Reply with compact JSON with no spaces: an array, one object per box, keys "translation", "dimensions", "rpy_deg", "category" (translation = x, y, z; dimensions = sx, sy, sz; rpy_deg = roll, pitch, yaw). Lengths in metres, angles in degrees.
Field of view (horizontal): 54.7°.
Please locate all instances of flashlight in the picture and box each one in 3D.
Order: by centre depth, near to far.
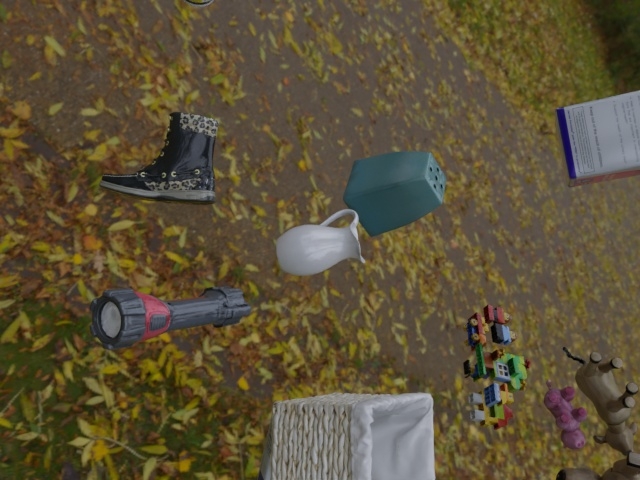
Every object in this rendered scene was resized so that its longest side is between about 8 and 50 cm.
[{"translation":[-0.271,0.130,1.145],"dimensions":[0.304,0.103,0.103],"rpy_deg":[-2,60,-57],"category":"flashlight"}]

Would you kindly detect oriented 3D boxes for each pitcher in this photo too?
[{"translation":[0.000,0.000,1.550],"dimensions":[0.178,0.207,0.126],"rpy_deg":[-90,165,-48],"category":"pitcher"}]

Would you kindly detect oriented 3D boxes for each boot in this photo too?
[{"translation":[-0.321,-0.169,1.258],"dimensions":[0.085,0.236,0.179],"rpy_deg":[48,49,-86],"category":"boot"}]

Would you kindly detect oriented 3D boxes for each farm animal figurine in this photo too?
[{"translation":[0.495,0.389,1.034],"dimensions":[0.330,0.326,0.172],"rpy_deg":[-53,158,-24],"category":"farm animal figurine"}]

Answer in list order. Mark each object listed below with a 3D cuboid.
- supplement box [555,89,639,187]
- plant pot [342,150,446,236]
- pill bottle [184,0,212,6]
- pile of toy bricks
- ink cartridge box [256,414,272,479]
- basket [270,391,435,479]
[{"translation":[0.472,-0.157,0.916],"dimensions":[0.111,0.220,0.114],"rpy_deg":[7,73,-69],"category":"supplement box"},{"translation":[0.216,-0.141,1.712],"dimensions":[0.166,0.234,0.166],"rpy_deg":[51,41,-34],"category":"plant pot"},{"translation":[-0.203,-0.453,1.031],"dimensions":[0.065,0.116,0.065],"rpy_deg":[6,66,-13],"category":"pill bottle"},{"translation":[0.332,0.225,1.118],"dimensions":[0.105,0.118,0.212],"rpy_deg":[15,52,-16],"category":"pile of toy bricks"},{"translation":[-0.004,0.614,1.727],"dimensions":[0.330,0.324,0.071],"rpy_deg":[3,24,-23],"category":"ink cartridge box"},{"translation":[0.074,0.502,1.371],"dimensions":[0.328,0.266,0.332],"rpy_deg":[13,76,-55],"category":"basket"}]
